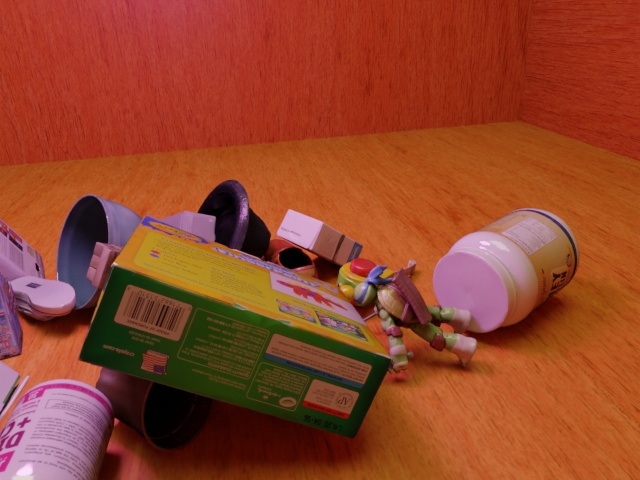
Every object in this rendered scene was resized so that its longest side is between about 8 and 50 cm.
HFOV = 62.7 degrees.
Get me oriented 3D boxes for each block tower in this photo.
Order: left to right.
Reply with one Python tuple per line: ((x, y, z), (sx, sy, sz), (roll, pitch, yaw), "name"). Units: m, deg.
((-0.395, 0.080, 1.278), (0.097, 0.091, 0.335), (17, 0, 38), "block tower")

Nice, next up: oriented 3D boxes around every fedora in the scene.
((-0.249, -0.015, 1.520), (0.152, 0.334, 0.334), (18, 10, -35), "fedora")

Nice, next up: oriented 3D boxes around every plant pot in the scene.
((-0.539, 0.041, 1.391), (0.293, 0.293, 0.196), (21, 6, 42), "plant pot")
((-0.307, 0.274, 0.953), (0.165, 0.167, 0.167), (5, 24, 33), "plant pot")

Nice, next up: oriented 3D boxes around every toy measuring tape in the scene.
((0.134, 0.090, 1.378), (0.121, 0.121, 0.330), (14, 21, 33), "toy measuring tape")

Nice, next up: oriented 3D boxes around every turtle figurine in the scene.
((0.176, 0.200, 1.131), (0.266, 0.274, 0.198), (17, 1, -4), "turtle figurine")

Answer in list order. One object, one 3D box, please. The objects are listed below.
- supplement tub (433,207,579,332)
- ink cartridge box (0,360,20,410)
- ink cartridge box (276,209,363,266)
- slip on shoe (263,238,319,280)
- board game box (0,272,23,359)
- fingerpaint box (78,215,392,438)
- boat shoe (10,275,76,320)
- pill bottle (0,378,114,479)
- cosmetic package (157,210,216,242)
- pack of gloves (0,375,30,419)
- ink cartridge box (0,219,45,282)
((0.439, 0.068, 1.244), (0.316, 0.228, 0.228), (-22, 31, -37), "supplement tub")
((-0.622, 0.305, 0.864), (0.208, 0.087, 0.153), (-40, 24, 9), "ink cartridge box")
((0.000, 0.000, 1.490), (0.148, 0.086, 0.203), (22, -5, 42), "ink cartridge box")
((-0.083, 0.056, 1.479), (0.123, 0.101, 0.331), (-12, 24, -16), "slip on shoe")
((-0.753, 0.145, 1.228), (0.060, 0.194, 0.194), (-13, 27, -22), "board game box")
((-0.149, 0.137, 0.946), (0.445, 0.163, 0.371), (21, 8, -16), "fingerpaint box")
((-0.697, 0.158, 1.321), (0.267, 0.088, 0.096), (6, 29, 31), "boat shoe")
((-0.411, 0.352, 0.769), (0.160, 0.160, 0.283), (-6, 24, -7), "pill bottle")
((-0.395, 0.000, 1.481), (0.107, 0.127, 0.238), (11, -15, -36), "cosmetic package")
((-0.556, 0.358, 0.842), (0.195, 0.046, 0.232), (-40, 23, 11), "pack of gloves")
((-0.930, 0.049, 1.484), (0.130, 0.272, 0.309), (-42, 34, -9), "ink cartridge box")
